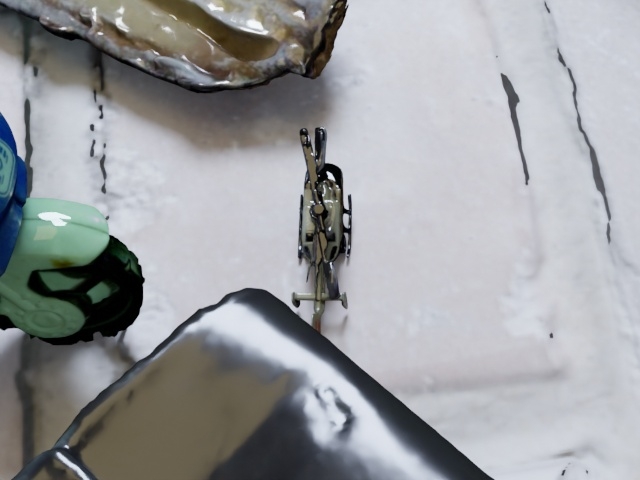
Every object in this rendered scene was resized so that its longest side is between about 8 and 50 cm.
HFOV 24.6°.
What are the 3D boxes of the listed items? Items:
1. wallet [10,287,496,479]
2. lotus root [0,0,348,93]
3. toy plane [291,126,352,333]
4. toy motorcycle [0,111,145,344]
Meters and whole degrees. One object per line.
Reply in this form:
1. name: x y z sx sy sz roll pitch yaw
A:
1. wallet: 0.032 0.204 0.645 0.406 0.062 0.228 37 66 27
2. lotus root: -0.114 -0.187 0.943 0.329 0.078 0.167 33 87 24
3. toy plane: 0.000 0.000 0.807 0.031 0.049 0.121 -1 71 6
4. toy motorcycle: -0.261 0.001 0.743 0.331 0.196 0.125 -1 55 4
